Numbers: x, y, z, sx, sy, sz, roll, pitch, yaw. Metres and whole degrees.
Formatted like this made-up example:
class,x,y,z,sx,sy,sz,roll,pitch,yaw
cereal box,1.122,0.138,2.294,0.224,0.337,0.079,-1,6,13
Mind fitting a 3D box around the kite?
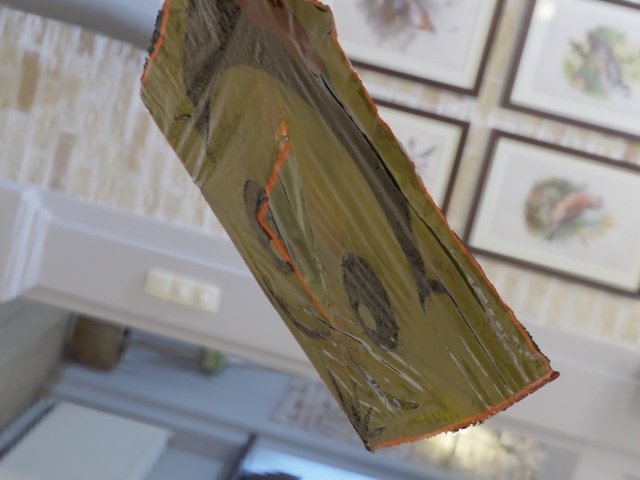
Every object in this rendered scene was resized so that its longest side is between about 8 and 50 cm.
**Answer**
class,x,y,z,sx,sy,sz,roll,pitch,yaw
kite,-0.002,0.001,0.677,0.013,0.377,0.327,-30,131,-22
